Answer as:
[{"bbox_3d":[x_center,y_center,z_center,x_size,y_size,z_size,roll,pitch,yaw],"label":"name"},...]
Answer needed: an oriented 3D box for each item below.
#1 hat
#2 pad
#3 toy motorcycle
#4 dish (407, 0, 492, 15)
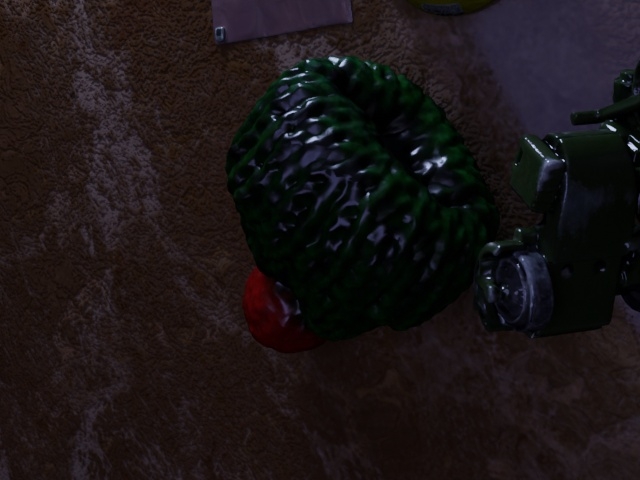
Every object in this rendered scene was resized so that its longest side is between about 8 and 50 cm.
[{"bbox_3d":[0.000,0.000,0.964,0.332,0.242,0.274,-50,59,39],"label":"hat"},{"bbox_3d":[-0.051,-0.292,1.067,0.187,0.006,0.113,-2,96,30],"label":"pad"},{"bbox_3d":[0.238,-0.033,0.825,0.127,0.205,0.275,-127,34,-63],"label":"toy motorcycle"},{"bbox_3d":[0.127,-0.302,0.924,0.207,0.080,0.149,-7,94,32],"label":"dish"}]
